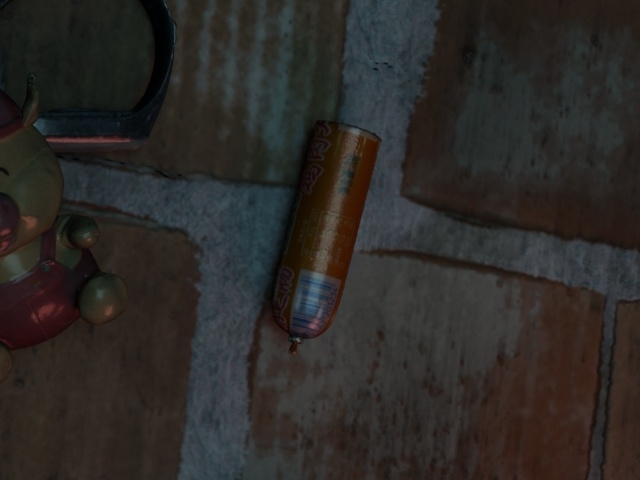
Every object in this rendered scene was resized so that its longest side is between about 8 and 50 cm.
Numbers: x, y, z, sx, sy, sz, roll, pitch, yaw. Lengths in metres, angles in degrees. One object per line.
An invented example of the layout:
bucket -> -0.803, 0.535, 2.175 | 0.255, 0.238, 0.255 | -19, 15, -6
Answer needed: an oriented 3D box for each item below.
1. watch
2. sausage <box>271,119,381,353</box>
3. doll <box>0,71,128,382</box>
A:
watch -> -0.238, -0.179, 1.425 | 0.206, 0.068, 0.193 | -3, 87, -27
sausage -> 0.000, 0.000, 1.524 | 0.071, 0.071, 0.234 | 18, 81, -23
doll -> -0.291, -0.014, 1.321 | 0.196, 0.152, 0.256 | -43, 121, -38
